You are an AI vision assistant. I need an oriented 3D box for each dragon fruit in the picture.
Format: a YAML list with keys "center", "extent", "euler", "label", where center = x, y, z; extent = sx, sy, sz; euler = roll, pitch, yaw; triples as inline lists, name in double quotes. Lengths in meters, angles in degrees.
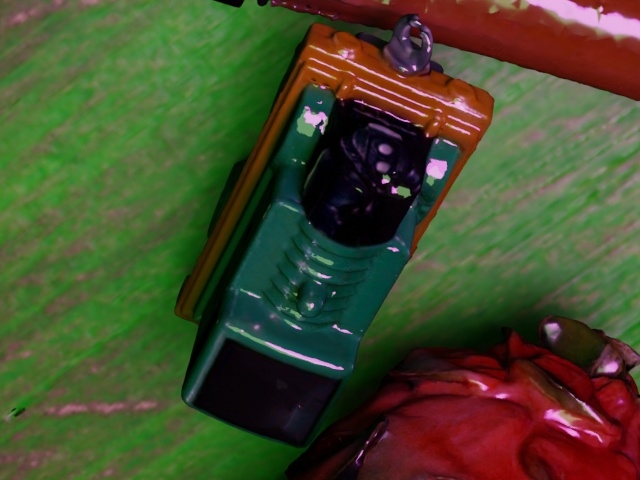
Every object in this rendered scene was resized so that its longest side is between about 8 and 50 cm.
- center: [0.057, 0.151, 0.894]
  extent: [0.274, 0.192, 0.193]
  euler: [-42, 111, 0]
  label: "dragon fruit"

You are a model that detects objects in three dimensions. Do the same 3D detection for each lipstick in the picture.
- center: [0.026, -0.127, 0.859]
  extent: [0.418, 0.077, 0.077]
  euler: [14, 109, -7]
  label: "lipstick"

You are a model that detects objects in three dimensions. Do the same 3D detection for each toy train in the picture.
- center: [0.000, 0.000, 0.861]
  extent: [0.091, 0.136, 0.227]
  euler: [22, 133, -8]
  label: "toy train"
